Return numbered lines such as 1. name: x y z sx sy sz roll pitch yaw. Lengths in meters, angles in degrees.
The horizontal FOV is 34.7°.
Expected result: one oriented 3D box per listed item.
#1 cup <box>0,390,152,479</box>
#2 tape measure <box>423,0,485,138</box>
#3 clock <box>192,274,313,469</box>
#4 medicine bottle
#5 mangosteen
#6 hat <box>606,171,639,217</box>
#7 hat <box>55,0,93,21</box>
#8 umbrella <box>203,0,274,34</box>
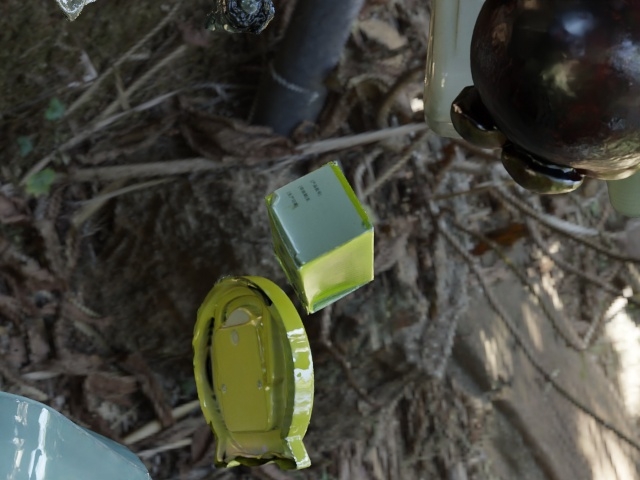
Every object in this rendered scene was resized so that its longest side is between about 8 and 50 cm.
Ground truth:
1. cup: -0.333 0.249 0.828 0.392 0.401 0.310 30 76 -41
2. tape measure: 0.198 -0.265 1.286 0.265 0.130 0.258 38 55 -84
3. clock: -0.094 0.194 1.515 0.071 0.277 0.294 -5 90 -37
4. medicine bottle: 0.000 0.000 1.656 0.137 0.141 0.250 58 -8 20
5. mangosteen: 0.215 -0.139 0.839 0.210 0.209 0.210 19 65 -47
6. hat: 0.448 -0.170 1.598 0.168 0.258 0.301 -24 115 -20
7. hat: -0.363 -0.435 1.619 0.085 0.147 0.175 45 38 -12
8. umbrella: -0.078 -0.210 0.927 0.050 0.188 0.046 1 102 -11
